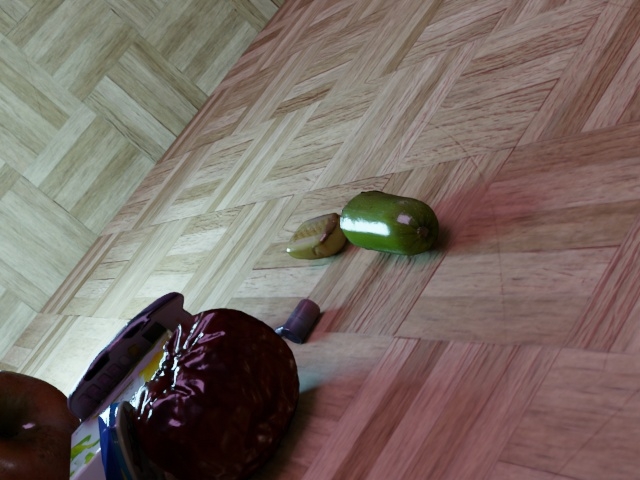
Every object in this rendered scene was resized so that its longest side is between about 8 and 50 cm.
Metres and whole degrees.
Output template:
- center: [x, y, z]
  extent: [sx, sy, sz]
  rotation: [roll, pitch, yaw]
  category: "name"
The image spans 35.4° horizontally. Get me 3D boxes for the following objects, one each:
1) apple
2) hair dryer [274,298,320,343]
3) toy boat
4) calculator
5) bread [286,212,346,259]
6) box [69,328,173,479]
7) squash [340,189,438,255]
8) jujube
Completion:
- center: [-0.603, 0.410, 1.808]
  extent: [0.305, 0.338, 0.338]
  rotation: [-57, 13, 30]
  category: "apple"
- center: [-0.046, 0.132, 1.568]
  extent: [0.063, 0.037, 0.114]
  rotation: [-56, 13, -27]
  category: "hair dryer"
- center: [-0.267, 0.296, 1.417]
  extent: [0.295, 0.088, 0.129]
  rotation: [92, 166, -67]
  category: "toy boat"
- center: [-0.326, 0.221, 1.787]
  extent: [0.294, 0.194, 0.043]
  rotation: [-46, 57, -6]
  category: "calculator"
- center: [0.000, 0.000, 1.682]
  extent: [0.115, 0.056, 0.082]
  rotation: [-18, 35, 45]
  category: "bread"
- center: [-0.294, 0.297, 1.671]
  extent: [0.260, 0.111, 0.194]
  rotation: [-47, 18, -1]
  category: "box"
- center: [0.112, -0.020, 1.434]
  extent: [0.095, 0.095, 0.188]
  rotation: [-52, 24, -10]
  category: "squash"
- center: [-0.140, 0.217, 1.364]
  extent: [0.213, 0.213, 0.232]
  rotation: [-29, 22, 44]
  category: "jujube"
